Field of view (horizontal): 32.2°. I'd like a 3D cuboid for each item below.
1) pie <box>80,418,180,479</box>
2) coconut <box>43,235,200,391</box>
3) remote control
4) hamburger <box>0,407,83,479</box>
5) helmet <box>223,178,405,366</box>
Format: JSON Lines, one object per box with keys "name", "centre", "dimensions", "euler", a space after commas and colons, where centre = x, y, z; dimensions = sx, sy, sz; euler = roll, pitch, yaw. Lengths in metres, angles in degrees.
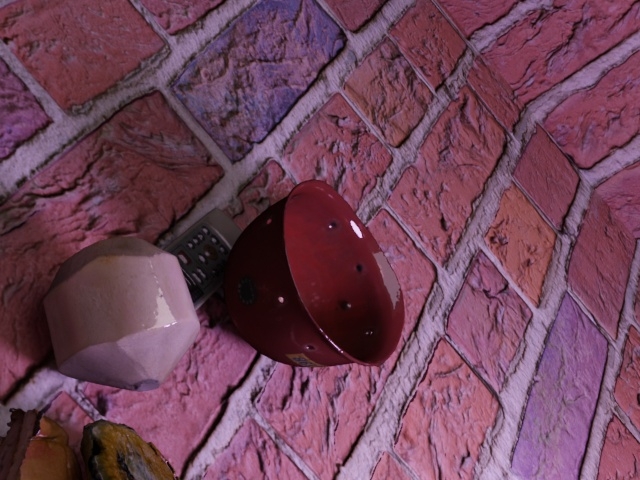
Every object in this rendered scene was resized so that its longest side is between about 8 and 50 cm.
{"name": "pie", "centre": [-0.231, 0.383, 1.522], "dimensions": [0.296, 0.078, 0.371], "euler": [56, -1, 35]}
{"name": "coconut", "centre": [-0.297, 0.123, 1.668], "dimensions": [0.241, 0.241, 0.241], "euler": [31, 41, -31]}
{"name": "remote control", "centre": [-0.214, 0.036, 1.990], "dimensions": [0.123, 0.038, 0.285], "euler": [52, 34, -3]}
{"name": "hamburger", "centre": [-0.366, 0.377, 1.415], "dimensions": [0.245, 0.155, 0.282], "euler": [50, 27, -16]}
{"name": "helmet", "centre": [-0.039, 0.092, 1.987], "dimensions": [0.385, 0.230, 0.337], "euler": [23, 51, -57]}
